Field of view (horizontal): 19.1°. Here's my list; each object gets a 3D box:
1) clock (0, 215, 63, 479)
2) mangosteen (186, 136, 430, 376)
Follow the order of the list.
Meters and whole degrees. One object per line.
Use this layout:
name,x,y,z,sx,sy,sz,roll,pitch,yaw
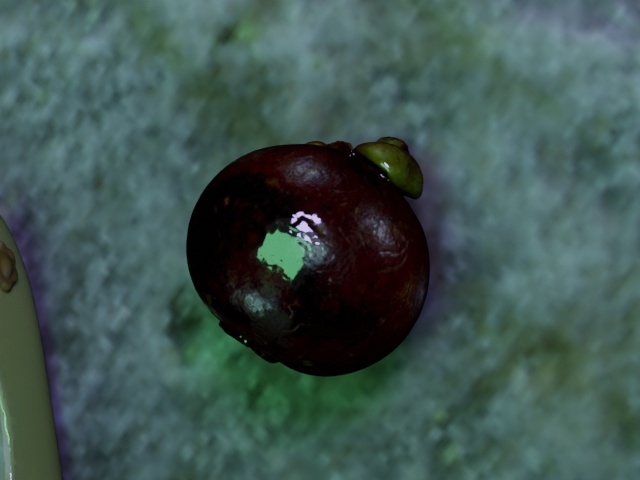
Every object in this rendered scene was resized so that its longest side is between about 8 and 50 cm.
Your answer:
clock,-0.164,0.067,0.587,0.069,0.232,0.170,-9,86,22
mangosteen,-0.002,0.003,0.602,0.081,0.081,0.081,0,91,23
